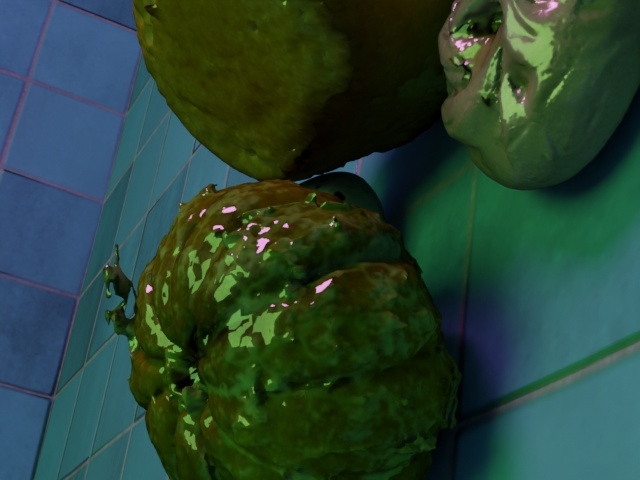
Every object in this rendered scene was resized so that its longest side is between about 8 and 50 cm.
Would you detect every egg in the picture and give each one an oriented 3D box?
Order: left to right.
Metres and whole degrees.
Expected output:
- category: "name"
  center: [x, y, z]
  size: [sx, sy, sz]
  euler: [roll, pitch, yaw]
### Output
- category: "egg"
  center: [0.000, 0.000, 1.112]
  size: [0.131, 0.131, 0.164]
  euler: [-46, 19, 50]

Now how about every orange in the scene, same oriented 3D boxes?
- category: "orange"
  center: [-0.017, 0.088, 0.922]
  size: [0.301, 0.223, 0.300]
  euler: [-30, 76, 53]

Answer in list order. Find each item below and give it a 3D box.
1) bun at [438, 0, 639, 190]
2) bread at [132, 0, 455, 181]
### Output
- category: "bun"
  center: [0.155, -0.155, 0.859]
  size: [0.210, 0.116, 0.237]
  euler: [-57, 24, 33]
- category: "bread"
  center: [-0.022, -0.221, 1.054]
  size: [0.204, 0.337, 0.358]
  euler: [-42, -9, -36]
